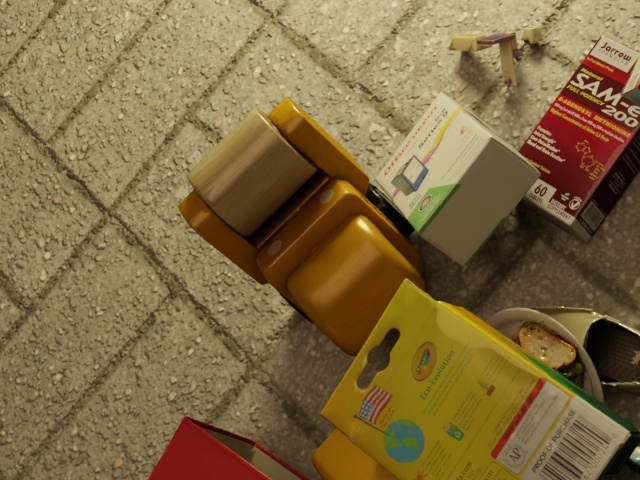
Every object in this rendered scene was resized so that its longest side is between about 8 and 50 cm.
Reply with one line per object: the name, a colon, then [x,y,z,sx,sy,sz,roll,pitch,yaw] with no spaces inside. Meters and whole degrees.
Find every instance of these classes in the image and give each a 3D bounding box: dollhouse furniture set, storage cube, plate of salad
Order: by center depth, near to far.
plate of salad: [0.255,0.179,1.672,0.200,0.048,0.199,22,123,39]
storage cube: [-0.115,0.369,1.784,0.215,0.184,0.193,29,88,34]
dollhouse furniture set: [0.244,-0.252,1.935,0.114,0.091,0.081,15,120,55]

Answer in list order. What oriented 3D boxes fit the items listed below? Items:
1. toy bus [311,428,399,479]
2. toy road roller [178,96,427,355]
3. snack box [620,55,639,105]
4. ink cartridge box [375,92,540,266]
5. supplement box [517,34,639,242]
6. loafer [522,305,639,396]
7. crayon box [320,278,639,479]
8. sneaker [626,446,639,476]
toy bus: [0.139,0.357,1.675,0.108,0.130,0.332,-47,55,5]
toy road roller: [0.000,0.000,1.783,0.202,0.329,0.240,-45,34,6]
snack box: [0.495,-0.231,1.694,0.174,0.070,0.207,27,84,-5]
ink cartridge box: [0.173,-0.083,1.792,0.154,0.093,0.212,-52,22,10]
supplement box: [0.354,-0.132,1.785,0.130,0.073,0.239,35,89,35]
loafer: [0.325,0.129,1.684,0.268,0.092,0.102,8,75,32]
crayon box: [0.180,0.210,1.585,0.318,0.081,0.202,36,98,25]
sneaker: [0.448,0.253,1.588,0.191,0.071,0.083,9,69,23]
